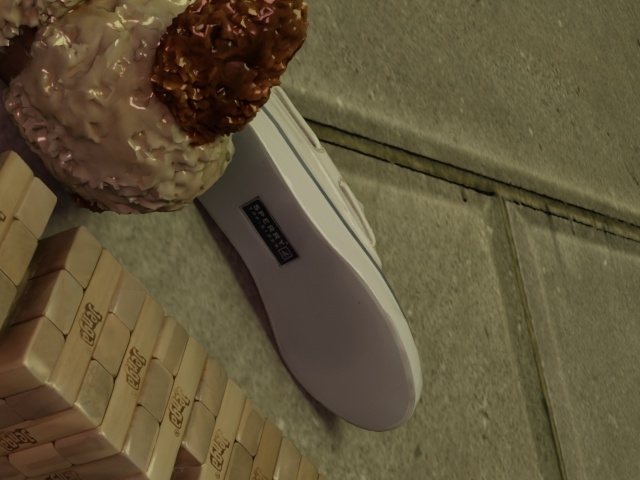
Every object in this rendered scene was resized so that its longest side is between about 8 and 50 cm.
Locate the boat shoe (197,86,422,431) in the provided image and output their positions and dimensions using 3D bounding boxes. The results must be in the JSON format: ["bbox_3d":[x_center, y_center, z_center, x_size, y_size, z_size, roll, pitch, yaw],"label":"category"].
[{"bbox_3d":[0.000,0.000,0.940,0.258,0.095,0.084,63,35,-15],"label":"boat shoe"}]

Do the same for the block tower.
[{"bbox_3d":[-0.099,0.099,0.720,0.335,0.097,0.091,51,36,-32],"label":"block tower"}]

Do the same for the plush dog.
[{"bbox_3d":[-0.119,-0.117,0.725,0.211,0.262,0.225,-32,91,-26],"label":"plush dog"}]
